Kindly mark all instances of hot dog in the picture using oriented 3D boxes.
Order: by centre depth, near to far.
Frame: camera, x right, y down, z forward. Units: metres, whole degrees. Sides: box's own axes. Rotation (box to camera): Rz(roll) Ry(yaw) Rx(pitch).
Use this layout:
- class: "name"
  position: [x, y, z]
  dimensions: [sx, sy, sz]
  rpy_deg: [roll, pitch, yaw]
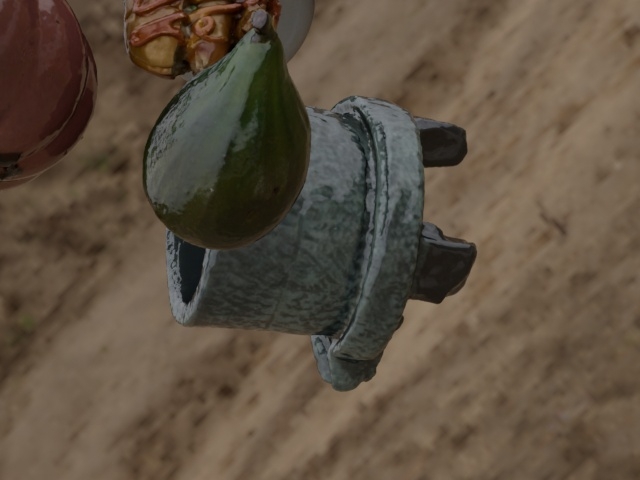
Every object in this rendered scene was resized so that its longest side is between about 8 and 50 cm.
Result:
- class: "hot dog"
  position: [-0.104, -0.298, 1.764]
  dimensions: [0.117, 0.158, 0.349]
  rpy_deg: [127, 154, -49]

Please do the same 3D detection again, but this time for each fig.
- class: "fig"
  position: [-0.048, -0.074, 1.176]
  dimensions: [0.177, 0.117, 0.117]
  rpy_deg: [-56, 5, 41]

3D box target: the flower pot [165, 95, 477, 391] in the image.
- class: "flower pot"
  position: [0.000, 0.000, 1.835]
  dimensions: [0.299, 0.282, 0.299]
  rpy_deg: [-175, 90, -73]

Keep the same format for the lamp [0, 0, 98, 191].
- class: "lamp"
  position: [-0.361, -0.137, 1.689]
  dimensions: [0.305, 0.305, 0.240]
  rpy_deg: [-21, 59, 50]

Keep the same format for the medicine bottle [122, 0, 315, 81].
- class: "medicine bottle"
  position: [-0.158, -0.349, 2.292]
  dimensions: [0.208, 0.208, 0.340]
  rpy_deg: [-42, 37, 4]
